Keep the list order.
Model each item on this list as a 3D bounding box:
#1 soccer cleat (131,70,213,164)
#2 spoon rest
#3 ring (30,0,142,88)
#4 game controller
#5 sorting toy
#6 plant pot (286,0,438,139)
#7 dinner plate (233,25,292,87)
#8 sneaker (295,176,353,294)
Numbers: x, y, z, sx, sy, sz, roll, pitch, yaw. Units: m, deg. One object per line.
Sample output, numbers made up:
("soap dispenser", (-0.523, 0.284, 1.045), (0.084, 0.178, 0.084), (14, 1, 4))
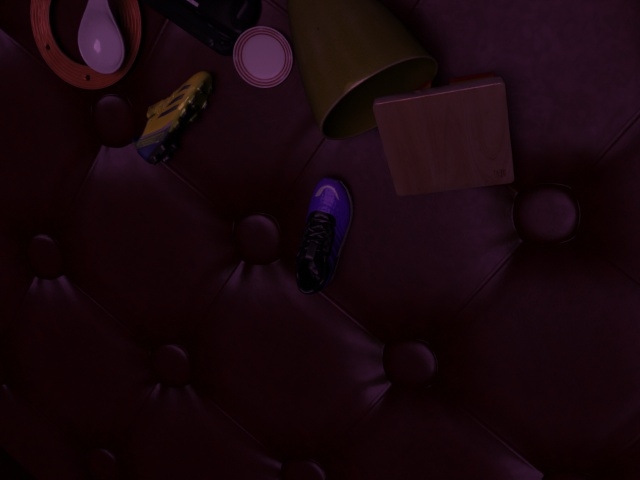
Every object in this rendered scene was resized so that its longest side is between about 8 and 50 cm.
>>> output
("soccer cleat", (-0.376, -0.318, 1.614), (0.121, 0.093, 0.289), (46, 115, 9))
("spoon rest", (-0.520, -0.541, 1.566), (0.137, 0.084, 0.277), (22, 113, 13))
("ring", (-0.594, -0.558, 1.654), (0.336, 0.032, 0.337), (6, 108, 18))
("game controller", (-0.297, -0.579, 1.533), (0.319, 0.067, 0.166), (35, 100, 6))
("sorting toy", (0.263, -0.228, 1.364), (0.255, 0.089, 0.257), (-6, 136, 16))
("plant pot", (0.052, -0.410, 1.361), (0.274, 0.274, 0.294), (-35, 76, 25))
("dinner plate", (-0.134, -0.429, 1.521), (0.141, 0.017, 0.141), (3, 117, 7))
("sneaker", (0.001, 0.001, 1.542), (0.102, 0.146, 0.294), (14, 110, 15))
